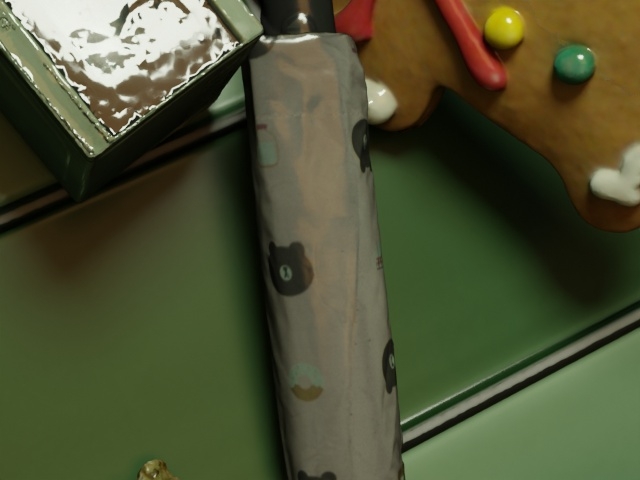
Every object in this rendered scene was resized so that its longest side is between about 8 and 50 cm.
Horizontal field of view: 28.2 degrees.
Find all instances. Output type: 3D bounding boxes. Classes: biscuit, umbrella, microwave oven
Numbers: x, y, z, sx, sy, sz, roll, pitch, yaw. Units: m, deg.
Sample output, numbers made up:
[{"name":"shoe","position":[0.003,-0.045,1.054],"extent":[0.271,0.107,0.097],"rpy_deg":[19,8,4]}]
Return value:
[{"name":"biscuit","position":[0.072,-0.137,0.713],"extent":[0.340,0.216,0.047],"rpy_deg":[33,40,13]},{"name":"umbrella","position":[0.000,0.000,0.723],"extent":[0.073,0.067,0.337],"rpy_deg":[-9,96,-17]},{"name":"microwave oven","position":[-0.142,-0.144,0.684],"extent":[0.129,0.163,0.205],"rpy_deg":[-39,94,-14]}]

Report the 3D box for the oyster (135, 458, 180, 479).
[{"name":"oyster","position":[-0.120,0.206,0.703],"extent":[0.105,0.056,0.177],"rpy_deg":[17,80,-23]}]
